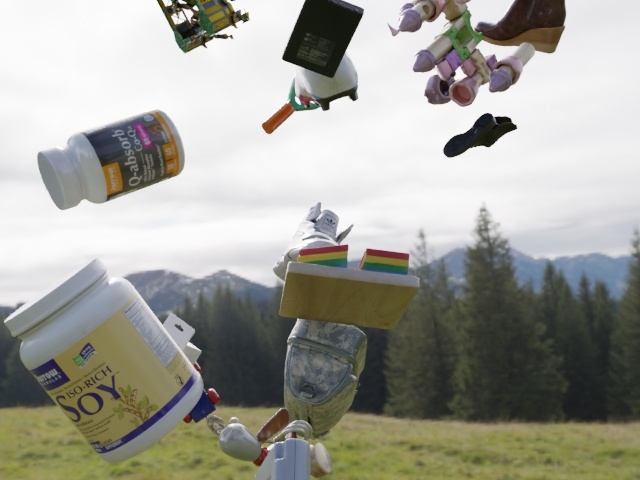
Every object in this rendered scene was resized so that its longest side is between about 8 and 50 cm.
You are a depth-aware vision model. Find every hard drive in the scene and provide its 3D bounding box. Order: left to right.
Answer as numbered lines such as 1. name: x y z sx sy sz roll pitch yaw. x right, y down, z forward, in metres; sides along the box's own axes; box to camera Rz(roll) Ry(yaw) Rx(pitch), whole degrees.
1. hard drive: 0.002 -0.333 1.228 0.094 0.022 0.135 18 -41 -12

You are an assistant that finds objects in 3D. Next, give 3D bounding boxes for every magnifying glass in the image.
1. magnifying glass: -0.055 -0.298 1.644 0.026 0.092 0.231 -21 22 44

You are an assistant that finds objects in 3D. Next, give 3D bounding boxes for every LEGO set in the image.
1. LEGO set: -0.253 -0.587 1.759 0.192 0.255 0.331 -33 8 -20

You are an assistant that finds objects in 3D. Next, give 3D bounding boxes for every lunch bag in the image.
1. lunch bag: -0.004 0.383 2.080 0.212 0.256 0.305 19 -31 10

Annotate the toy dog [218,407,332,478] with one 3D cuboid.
1. toy dog: -0.110 0.480 1.806 0.220 0.161 0.333 -19 -44 1

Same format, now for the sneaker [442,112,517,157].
1. sneaker: 0.373 -0.238 1.777 0.170 0.051 0.089 -40 -37 14

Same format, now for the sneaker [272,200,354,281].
1. sneaker: 0.000 0.000 1.912 0.137 0.210 0.366 33 -18 -9

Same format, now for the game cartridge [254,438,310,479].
1. game cartridge: -0.059 0.403 1.053 0.062 0.198 0.297 1 -26 -11

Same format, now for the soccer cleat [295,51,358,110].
1. soccer cleat: 0.007 -0.335 1.461 0.116 0.143 0.331 -19 14 -4

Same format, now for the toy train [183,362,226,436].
1. toy train: -0.306 0.430 1.964 0.105 0.248 0.143 -33 -6 -9

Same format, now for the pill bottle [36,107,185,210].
1. pill bottle: -0.445 -0.172 1.624 0.278 0.162 0.162 -26 4 -31

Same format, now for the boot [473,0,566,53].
1. boot: 0.512 -0.599 1.932 0.248 0.207 0.090 22 37 34

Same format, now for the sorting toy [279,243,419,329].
1. sorting toy: 0.053 0.089 1.571 0.255 0.089 0.257 7 -25 -4

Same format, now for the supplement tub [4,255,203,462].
1. supplement tub: -0.405 0.221 1.434 0.241 0.331 0.241 -33 12 8

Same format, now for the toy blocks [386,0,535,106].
1. toy blocks: 0.282 -0.438 1.777 0.309 0.288 0.260 -11 30 51

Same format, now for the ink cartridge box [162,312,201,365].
1. ink cartridge box: -0.349 0.273 1.759 0.104 0.180 0.060 28 -7 39
